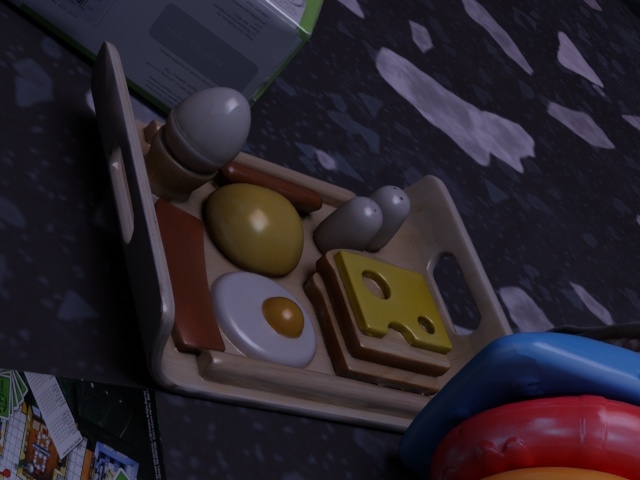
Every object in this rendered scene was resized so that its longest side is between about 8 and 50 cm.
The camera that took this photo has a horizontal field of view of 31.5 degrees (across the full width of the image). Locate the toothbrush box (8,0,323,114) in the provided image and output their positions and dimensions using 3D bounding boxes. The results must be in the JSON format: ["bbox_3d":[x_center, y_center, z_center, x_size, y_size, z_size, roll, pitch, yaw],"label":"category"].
[{"bbox_3d":[-0.102,-0.231,0.864,0.206,0.122,0.283,35,32,-15],"label":"toothbrush box"}]

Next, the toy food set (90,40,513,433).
[{"bbox_3d":[0.000,0.000,0.732,0.306,0.092,0.219,17,40,-38],"label":"toy food set"}]

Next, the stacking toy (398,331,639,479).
[{"bbox_3d":[0.132,0.216,0.594,0.175,0.165,0.301,19,47,-12],"label":"stacking toy"}]

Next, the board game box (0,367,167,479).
[{"bbox_3d":[-0.106,0.171,0.422,0.136,0.030,0.259,17,49,-42],"label":"board game box"}]

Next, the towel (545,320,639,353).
[{"bbox_3d":[0.316,0.162,0.745,0.317,0.332,0.053,41,75,-5],"label":"towel"}]
